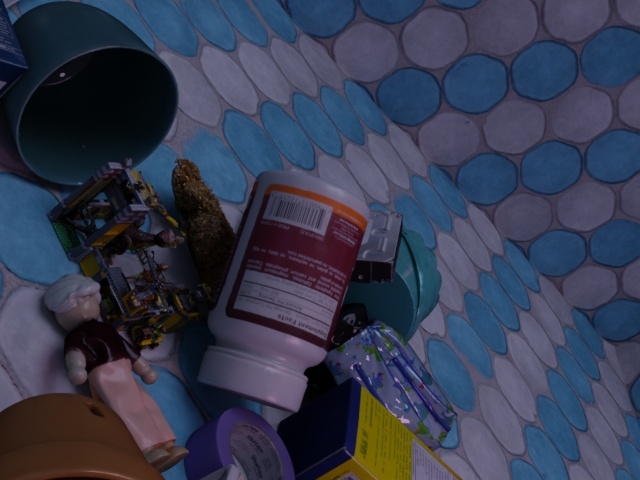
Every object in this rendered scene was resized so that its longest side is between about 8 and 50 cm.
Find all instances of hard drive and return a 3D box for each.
[{"bbox_3d":[0.000,0.000,2.167,0.237,0.339,0.064,-70,163,-60],"label":"hard drive"}]

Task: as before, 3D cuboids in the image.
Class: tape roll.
[{"bbox_3d":[-0.134,0.381,1.696,0.189,0.080,0.189,42,27,-26],"label":"tape roll"}]

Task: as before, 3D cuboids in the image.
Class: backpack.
[{"bbox_3d":[0.109,0.297,2.045,0.290,0.273,0.356,157,-89,-79],"label":"backpack"}]

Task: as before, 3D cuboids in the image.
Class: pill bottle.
[{"bbox_3d":[-0.069,0.093,1.806,0.224,0.224,0.392,29,74,-43],"label":"pill bottle"}]

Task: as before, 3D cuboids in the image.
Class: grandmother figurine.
[{"bbox_3d":[-0.332,0.199,1.563,0.342,0.104,0.208,59,6,18],"label":"grandmother figurine"}]

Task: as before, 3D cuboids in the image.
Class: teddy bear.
[{"bbox_3d":[-0.205,-0.007,1.967,0.245,0.113,0.338,83,-14,-51],"label":"teddy bear"}]

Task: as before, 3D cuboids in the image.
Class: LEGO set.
[{"bbox_3d":[-0.296,0.002,1.749,0.255,0.192,0.331,10,50,-57],"label":"LEGO set"}]

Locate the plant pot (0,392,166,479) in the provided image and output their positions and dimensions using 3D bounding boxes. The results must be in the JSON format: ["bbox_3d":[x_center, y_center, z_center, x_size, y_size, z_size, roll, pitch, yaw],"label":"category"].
[{"bbox_3d":[-0.319,0.325,1.232,0.291,0.291,0.203,39,13,-31],"label":"plant pot"}]

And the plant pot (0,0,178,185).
[{"bbox_3d":[-0.431,-0.282,1.781,0.293,0.293,0.235,20,26,-51],"label":"plant pot"}]

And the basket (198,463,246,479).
[{"bbox_3d":[-0.162,0.442,1.532,0.103,0.113,0.167,52,24,-15],"label":"basket"}]

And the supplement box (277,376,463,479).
[{"bbox_3d":[0.097,0.464,1.866,0.356,0.195,0.194,45,26,-19],"label":"supplement box"}]

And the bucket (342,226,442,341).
[{"bbox_3d":[0.128,0.112,2.296,0.281,0.281,0.183,53,30,-3],"label":"bucket"}]

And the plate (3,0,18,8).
[{"bbox_3d":[-0.686,-0.555,1.938,0.277,0.045,0.278,49,25,-14],"label":"plate"}]

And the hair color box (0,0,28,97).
[{"bbox_3d":[-0.621,-0.381,1.677,0.105,0.174,0.347,10,50,-57],"label":"hair color box"}]
